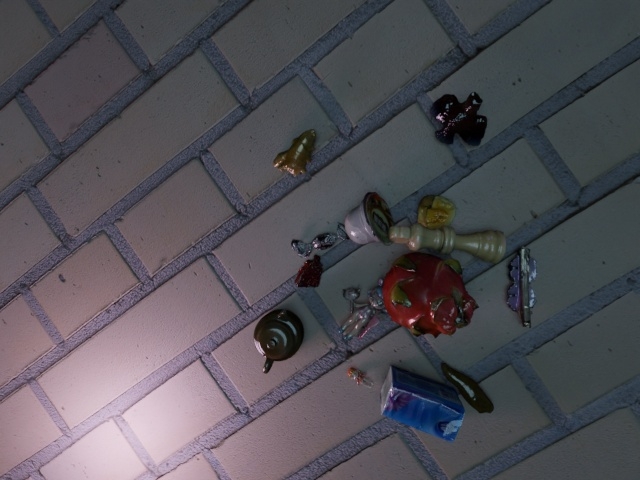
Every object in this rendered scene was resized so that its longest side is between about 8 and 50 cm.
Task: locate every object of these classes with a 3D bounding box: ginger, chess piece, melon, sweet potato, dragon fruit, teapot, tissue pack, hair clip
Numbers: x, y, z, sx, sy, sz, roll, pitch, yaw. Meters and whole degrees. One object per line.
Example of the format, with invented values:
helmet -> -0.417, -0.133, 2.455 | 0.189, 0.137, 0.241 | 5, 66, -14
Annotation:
ginger -> -0.081, -0.318, 1.582 | 0.205, 0.081, 0.115 | -40, 57, 17
chess piece -> 0.430, 0.002, 1.480 | 0.396, 0.117, 0.117 | 6, 95, -4
melon -> 0.415, -0.098, 1.534 | 0.128, 0.079, 0.160 | 1, 117, -11
sweet potato -> 0.540, 0.546, 1.565 | 0.243, 0.077, 0.077 | 45, 99, 0
dragon fruit -> -0.050, 0.114, 1.635 | 0.097, 0.063, 0.131 | 10, 97, -25
teapot -> -0.168, 0.377, 1.603 | 0.185, 0.175, 0.268 | 18, 97, 9
dragon fruit -> 0.382, 0.186, 1.441 | 0.305, 0.225, 0.306 | -1, 94, -21
tissue pack -> 0.357, 0.582, 1.530 | 0.263, 0.198, 0.146 | 18, 95, 6
hair clip -> 0.718, 0.167, 1.513 | 0.106, 0.084, 0.292 | -1, 89, 13

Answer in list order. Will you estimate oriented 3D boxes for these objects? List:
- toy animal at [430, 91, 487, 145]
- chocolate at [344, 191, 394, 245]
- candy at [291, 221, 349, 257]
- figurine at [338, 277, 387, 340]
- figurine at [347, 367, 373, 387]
toy animal -> 0.477, -0.415, 1.450 | 0.218, 0.179, 0.116 | 41, 72, 4
chocolate -> 0.162, -0.068, 1.536 | 0.147, 0.221, 0.221 | -14, 93, 34
candy -> 0.000, 0.000, 1.611 | 0.226, 0.051, 0.094 | -17, 89, 9
figurine -> 0.165, 0.253, 1.594 | 0.260, 0.103, 0.205 | -47, 53, 10
figurine -> 0.152, 0.528, 1.634 | 0.109, 0.047, 0.064 | 34, 91, -5
